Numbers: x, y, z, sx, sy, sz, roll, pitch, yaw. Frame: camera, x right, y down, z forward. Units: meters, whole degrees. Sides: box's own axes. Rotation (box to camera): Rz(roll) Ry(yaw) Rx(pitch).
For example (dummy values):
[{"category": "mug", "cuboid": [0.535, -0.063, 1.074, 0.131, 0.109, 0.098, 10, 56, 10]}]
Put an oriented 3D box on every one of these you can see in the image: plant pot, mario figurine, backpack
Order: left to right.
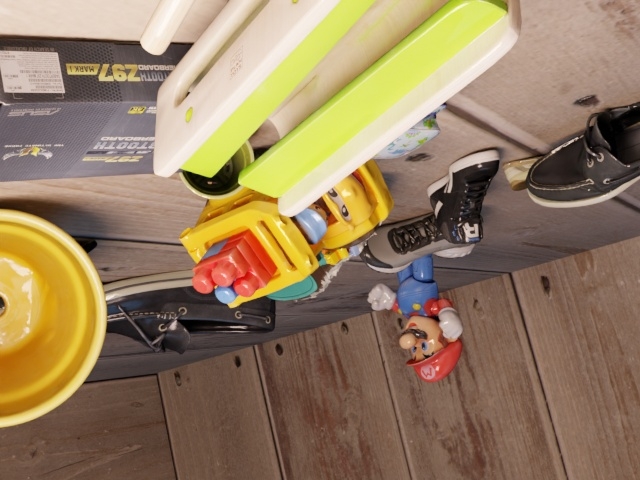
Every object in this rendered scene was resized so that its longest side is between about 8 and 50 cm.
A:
[{"category": "plant pot", "cuboid": [-0.414, 0.088, 1.094, 0.254, 0.253, 0.239, -9, -176, -21]}, {"category": "plant pot", "cuboid": [-0.119, -0.085, 0.964, 0.083, 0.083, 0.079, -11, -179, -9]}, {"category": "backpack", "cuboid": [0.063, -0.131, 0.904, 0.105, 0.084, 0.114, -4, 169, -30]}, {"category": "mario figurine", "cuboid": [0.195, 0.141, 1.814, 0.170, 0.320, 0.198, -14, 169, -1]}]

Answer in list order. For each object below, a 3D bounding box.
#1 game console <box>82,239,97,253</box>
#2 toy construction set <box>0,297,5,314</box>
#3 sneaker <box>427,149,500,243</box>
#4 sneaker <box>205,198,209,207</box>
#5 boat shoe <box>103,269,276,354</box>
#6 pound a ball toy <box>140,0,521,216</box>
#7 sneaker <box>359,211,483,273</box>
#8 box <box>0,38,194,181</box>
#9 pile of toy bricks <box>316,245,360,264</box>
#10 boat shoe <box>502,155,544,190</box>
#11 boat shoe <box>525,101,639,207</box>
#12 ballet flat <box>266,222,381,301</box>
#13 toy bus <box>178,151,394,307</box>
[{"category": "game console", "cuboid": [-0.417, 0.021, 1.303, 0.122, 0.071, 0.107, -24, -165, 47]}, {"category": "toy construction set", "cuboid": [-0.595, 0.173, 1.514, 0.215, 0.151, 0.328, 3, 163, 27]}, {"category": "sneaker", "cuboid": [0.244, -0.059, 1.380, 0.079, 0.121, 0.217, -11, 169, -14]}, {"category": "sneaker", "cuboid": [-0.056, -0.055, 1.157, 0.211, 0.080, 0.081, -16, 167, 17]}, {"category": "boat shoe", "cuboid": [-0.314, 0.154, 1.728, 0.500, 0.156, 0.187, -7, 169, -22]}, {"category": "pound a ball toy", "cuboid": [-0.023, -0.159, 0.576, 0.208, 0.135, 0.319, 17, 147, -29]}, {"category": "sneaker", "cuboid": [0.196, -0.011, 1.686, 0.272, 0.100, 0.108, -12, 156, -22]}, {"category": "box", "cuboid": [-0.194, -0.110, 0.768, 0.233, 0.059, 0.183, -6, 168, -35]}, {"category": "pile of toy bricks", "cuboid": [-0.047, 0.011, 1.227, 0.105, 0.118, 0.212, -40, -152, -28]}, {"category": "boat shoe", "cuboid": [0.379, -0.128, 1.426, 0.153, 0.048, 0.056, -19, 157, -3]}, {"category": "boat shoe", "cuboid": [0.435, -0.143, 1.231, 0.340, 0.127, 0.113, -12, 143, 38]}, {"category": "ballet flat", "cuboid": [0.000, 0.000, 1.407, 0.147, 0.147, 0.409, -8, 169, -25]}, {"category": "toy bus", "cuboid": [-0.051, -0.012, 0.989, 0.220, 0.149, 0.211, -21, -159, 31]}]
